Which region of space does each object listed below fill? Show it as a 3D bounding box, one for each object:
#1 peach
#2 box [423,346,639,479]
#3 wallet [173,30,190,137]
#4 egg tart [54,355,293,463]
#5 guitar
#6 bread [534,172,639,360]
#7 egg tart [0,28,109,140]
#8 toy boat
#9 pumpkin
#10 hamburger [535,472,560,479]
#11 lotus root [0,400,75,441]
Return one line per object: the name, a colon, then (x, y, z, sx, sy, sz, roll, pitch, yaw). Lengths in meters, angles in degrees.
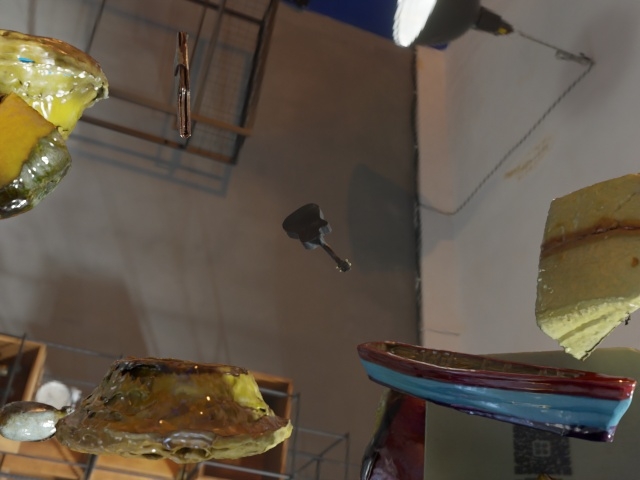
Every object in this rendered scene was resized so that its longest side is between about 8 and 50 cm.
peach: (0.220, 0.440, 1.358, 0.353, 0.417, 0.339, -27, -157, 35)
box: (0.343, 0.347, 1.078, 0.090, 0.367, 0.373, 63, 28, -47)
wallet: (-0.216, -0.248, 1.096, 0.095, 0.026, 0.176, 102, -17, -44)
egg tart: (-0.196, 0.233, 0.993, 0.341, 0.341, 0.129, 155, -58, -70)
guitar: (0.000, 0.000, 1.403, 0.088, 0.025, 0.233, -34, -140, -6)
bread: (0.427, 0.036, 1.025, 0.178, 0.135, 0.240, -22, -140, 44)
egg tart: (-0.563, -0.248, 1.226, 0.388, 0.387, 0.169, 172, -84, -74)
toy boat: (0.215, 0.186, 0.932, 0.392, 0.136, 0.080, 5, -89, 45)
pumpkin: (-0.470, -0.161, 0.964, 0.139, 0.190, 0.281, -45, 138, -25)
hamburger: (0.282, 0.399, 0.713, 0.276, 0.236, 0.277, 23, 90, -83)
lotus root: (-0.601, 0.379, 1.475, 0.088, 0.165, 0.088, -20, -113, 57)
